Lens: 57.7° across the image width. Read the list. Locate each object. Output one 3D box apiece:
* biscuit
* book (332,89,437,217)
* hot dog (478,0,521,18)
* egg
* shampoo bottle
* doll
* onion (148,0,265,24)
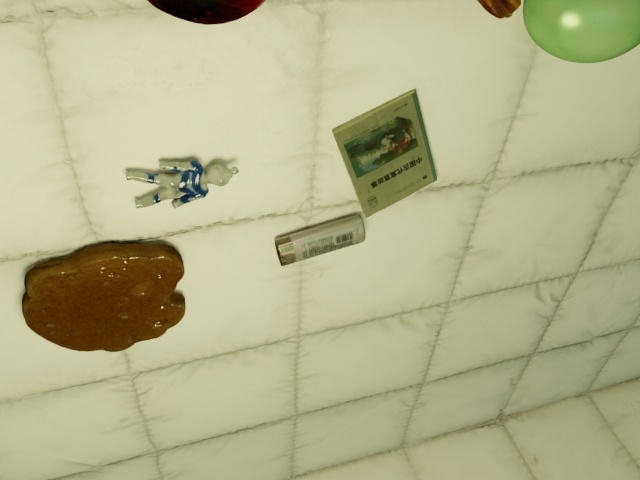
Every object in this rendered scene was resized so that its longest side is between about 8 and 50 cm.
[{"bbox_3d":[-0.487,0.132,1.370,0.381,0.074,0.359,-32,138,4],"label":"biscuit"},{"bbox_3d":[0.159,-0.198,1.377,0.215,0.025,0.282,-28,136,1],"label":"book"},{"bbox_3d":[0.326,-0.504,1.126,0.072,0.055,0.188,-18,141,38],"label":"hot dog"},{"bbox_3d":[0.532,-0.463,1.143,0.270,0.220,0.220,-5,134,-8],"label":"egg"},{"bbox_3d":[0.000,0.000,1.474,0.228,0.055,0.086,-17,139,-8],"label":"shampoo bottle"},{"bbox_3d":[-0.284,-0.123,1.226,0.228,0.057,0.114,-8,129,-5],"label":"doll"},{"bbox_3d":[-0.189,-0.419,0.825,0.273,0.285,0.273,6,145,4],"label":"onion"}]
